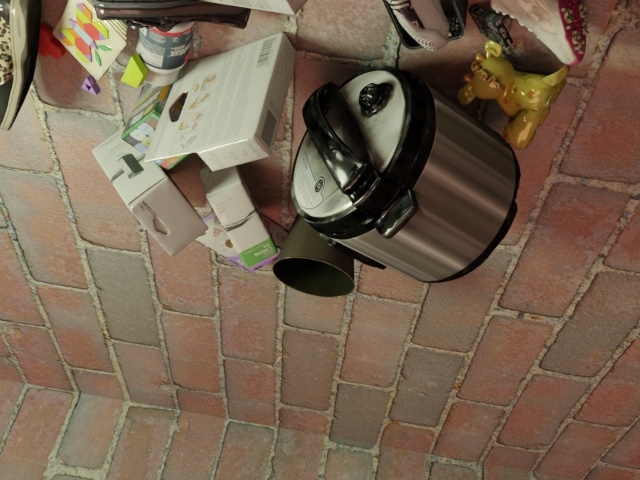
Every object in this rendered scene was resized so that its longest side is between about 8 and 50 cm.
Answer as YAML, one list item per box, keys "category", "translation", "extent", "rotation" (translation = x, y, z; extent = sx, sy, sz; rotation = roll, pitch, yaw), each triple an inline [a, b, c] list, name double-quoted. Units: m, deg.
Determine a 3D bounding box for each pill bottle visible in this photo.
- category: "pill bottle"
  translation: [-0.316, -0.402, 1.688]
  extent: [0.108, 0.107, 0.180]
  rotation: [17, 145, -8]

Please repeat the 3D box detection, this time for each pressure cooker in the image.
- category: "pressure cooker"
  translation: [0.143, -0.145, 1.675]
  extent: [0.421, 0.375, 0.370]
  rotation: [27, 164, -34]

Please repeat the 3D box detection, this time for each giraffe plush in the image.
- category: "giraffe plush"
  translation: [0.365, -0.291, 1.625]
  extent: [0.171, 0.181, 0.210]
  rotation: [31, 177, 12]

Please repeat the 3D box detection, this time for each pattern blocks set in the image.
- category: "pattern blocks set"
  translation: [-0.468, -0.418, 1.688]
  extent: [0.285, 0.026, 0.325]
  rotation: [38, 143, 1]

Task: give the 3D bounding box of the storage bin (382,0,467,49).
- category: "storage bin"
  translation: [0.185, -0.448, 1.512]
  extent: [0.122, 0.084, 0.180]
  rotation: [-8, 139, 25]

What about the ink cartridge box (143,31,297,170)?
- category: "ink cartridge box"
  translation: [-0.195, -0.269, 1.677]
  extent: [0.261, 0.296, 0.066]
  rotation: [-10, 139, 27]

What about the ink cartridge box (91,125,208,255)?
- category: "ink cartridge box"
  translation: [-0.399, -0.118, 1.955]
  extent: [0.114, 0.273, 0.197]
  rotation: [-38, 135, -4]

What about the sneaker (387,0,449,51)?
- category: "sneaker"
  translation: [0.168, -0.494, 1.325]
  extent: [0.210, 0.137, 0.365]
  rotation: [-26, 111, 14]

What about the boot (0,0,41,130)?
- category: "boot"
  translation: [-0.735, -0.405, 1.712]
  extent: [0.284, 0.138, 0.377]
  rotation: [15, 142, -14]

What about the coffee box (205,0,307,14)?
- category: "coffee box"
  translation: [-0.118, -0.482, 1.374]
  extent: [0.297, 0.168, 0.119]
  rotation: [22, 157, 41]

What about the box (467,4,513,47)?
- category: "box"
  translation: [0.315, -0.398, 1.551]
  extent: [0.018, 0.083, 0.067]
  rotation: [-42, 128, 1]

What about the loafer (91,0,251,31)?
- category: "loafer"
  translation: [-0.265, -0.420, 1.544]
  extent: [0.303, 0.109, 0.095]
  rotation: [-13, 128, -23]

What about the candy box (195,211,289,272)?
- category: "candy box"
  translation: [-0.206, -0.011, 2.222]
  extent: [0.196, 0.070, 0.165]
  rotation: [33, 139, -29]

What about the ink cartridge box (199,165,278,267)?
- category: "ink cartridge box"
  translation: [-0.197, -0.070, 2.012]
  extent: [0.093, 0.160, 0.219]
  rotation: [-26, 122, -1]

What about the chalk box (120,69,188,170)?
- category: "chalk box"
  translation: [-0.329, -0.252, 1.805]
  extent: [0.132, 0.213, 0.132]
  rotation: [35, 138, -29]

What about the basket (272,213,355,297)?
- category: "basket"
  translation: [0.000, 0.000, 2.048]
  extent: [0.205, 0.226, 0.154]
  rotation: [18, 143, -10]

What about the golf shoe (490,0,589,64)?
- category: "golf shoe"
  translation: [0.372, -0.431, 1.480]
  extent: [0.140, 0.115, 0.306]
  rotation: [-7, 135, 40]
